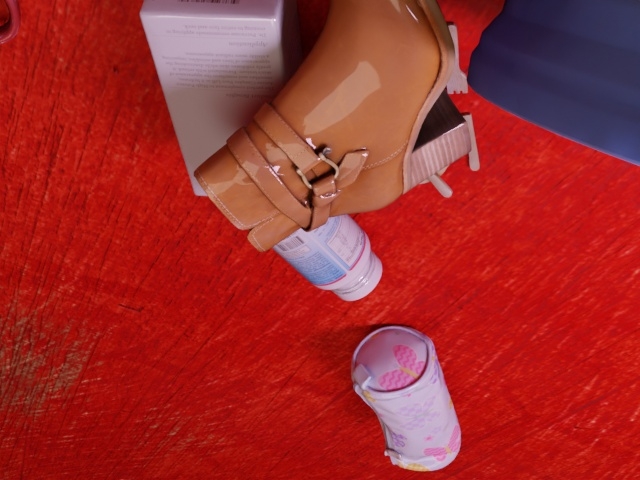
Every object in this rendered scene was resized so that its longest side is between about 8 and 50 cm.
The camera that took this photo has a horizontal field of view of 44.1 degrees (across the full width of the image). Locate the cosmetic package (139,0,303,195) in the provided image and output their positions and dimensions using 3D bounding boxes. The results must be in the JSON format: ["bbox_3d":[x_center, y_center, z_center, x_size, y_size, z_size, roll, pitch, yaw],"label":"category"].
[{"bbox_3d":[-0.075,-0.139,0.727,0.118,0.085,0.231,5,145,7],"label":"cosmetic package"}]

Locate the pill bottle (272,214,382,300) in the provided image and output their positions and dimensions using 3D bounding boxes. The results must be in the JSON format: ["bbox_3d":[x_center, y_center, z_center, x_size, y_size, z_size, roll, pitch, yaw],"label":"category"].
[{"bbox_3d":[0.000,0.000,0.890,0.087,0.087,0.160,-16,136,33],"label":"pill bottle"}]

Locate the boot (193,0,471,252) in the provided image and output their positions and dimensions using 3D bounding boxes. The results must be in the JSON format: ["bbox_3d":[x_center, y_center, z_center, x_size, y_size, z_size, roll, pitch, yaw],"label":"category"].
[{"bbox_3d":[-0.008,-0.113,0.630,0.220,0.109,0.283,-27,146,2],"label":"boot"}]

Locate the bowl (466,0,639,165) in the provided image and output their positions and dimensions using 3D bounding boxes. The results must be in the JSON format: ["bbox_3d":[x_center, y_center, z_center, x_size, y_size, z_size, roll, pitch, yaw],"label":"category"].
[{"bbox_3d":[0.288,-0.086,0.483,0.391,0.391,0.077,13,111,-2],"label":"bowl"}]

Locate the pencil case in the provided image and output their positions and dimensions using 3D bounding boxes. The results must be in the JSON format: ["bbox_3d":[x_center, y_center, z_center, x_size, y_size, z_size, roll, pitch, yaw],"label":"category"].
[{"bbox_3d":[0.127,0.236,1.150,0.124,0.113,0.273,-19,138,3],"label":"pencil case"}]

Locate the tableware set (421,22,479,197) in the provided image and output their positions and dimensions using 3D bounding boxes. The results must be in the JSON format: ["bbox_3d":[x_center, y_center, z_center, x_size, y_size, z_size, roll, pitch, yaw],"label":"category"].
[{"bbox_3d":[0.077,-0.116,0.753,0.128,0.039,0.194,-2,142,17],"label":"tableware set"}]

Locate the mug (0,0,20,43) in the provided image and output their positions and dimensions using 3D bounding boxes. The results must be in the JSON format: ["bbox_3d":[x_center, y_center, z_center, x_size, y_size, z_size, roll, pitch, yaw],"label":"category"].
[{"bbox_3d":[-0.363,-0.225,0.694,0.113,0.150,0.169,38,149,27],"label":"mug"}]
